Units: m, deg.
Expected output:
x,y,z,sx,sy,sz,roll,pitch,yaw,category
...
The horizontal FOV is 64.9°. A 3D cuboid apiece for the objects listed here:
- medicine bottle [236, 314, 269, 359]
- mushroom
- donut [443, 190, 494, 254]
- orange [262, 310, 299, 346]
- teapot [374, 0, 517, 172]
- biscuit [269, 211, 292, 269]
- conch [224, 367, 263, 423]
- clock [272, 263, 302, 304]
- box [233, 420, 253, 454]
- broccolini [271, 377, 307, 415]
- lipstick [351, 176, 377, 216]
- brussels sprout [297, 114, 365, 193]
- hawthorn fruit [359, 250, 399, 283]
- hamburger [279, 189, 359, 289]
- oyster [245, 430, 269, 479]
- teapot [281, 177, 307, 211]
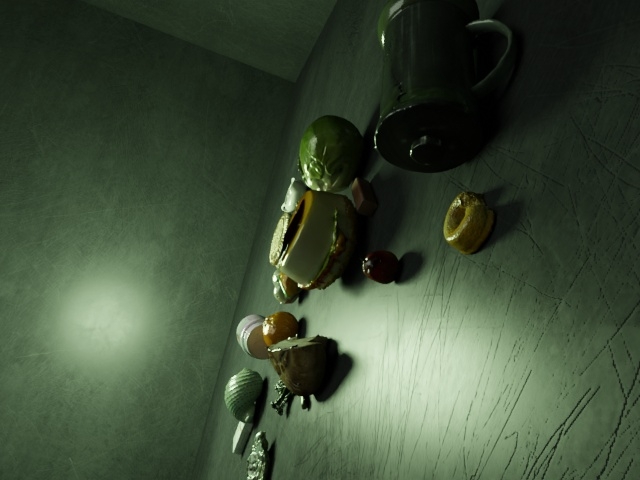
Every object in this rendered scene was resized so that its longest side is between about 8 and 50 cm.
x,y,z,sx,sy,sz,roll,pitch,yaw,category
-0.234,0.366,1.916,0.254,0.151,0.152,172,115,-73,medicine bottle
-0.053,0.338,1.356,0.285,0.155,0.151,154,103,-72,mushroom
0.234,-0.029,0.815,0.108,0.043,0.097,-94,26,-65,donut
-0.137,0.303,1.689,0.135,0.117,0.136,-167,90,-81,orange
0.222,-0.296,0.921,0.270,0.200,0.337,-15,54,34,teapot
-0.157,0.003,2.189,0.259,0.079,0.260,-163,90,-76,biscuit
-0.300,0.583,1.911,0.172,0.131,0.200,-35,29,37,conch
-0.118,0.146,1.830,0.231,0.103,0.144,-102,30,-67,clock
-0.302,0.743,1.961,0.084,0.040,0.155,-105,35,-69,box
-0.093,0.468,1.474,0.271,0.062,0.123,170,107,-71,broccolini
0.116,-0.119,1.357,0.145,0.045,0.045,-95,29,-59,lipstick
0.029,-0.266,1.558,0.244,0.243,0.244,-163,90,-76,brussels sprout
0.127,0.055,1.057,0.077,0.077,0.077,-163,90,-76,hawthorn fruit
0.000,0.000,1.400,0.294,0.178,0.276,-87,22,-53,hamburger
-0.192,0.696,1.560,0.125,0.064,0.177,-56,23,38,oyster
-0.113,-0.189,2.220,0.226,0.092,0.145,122,162,-50,teapot
